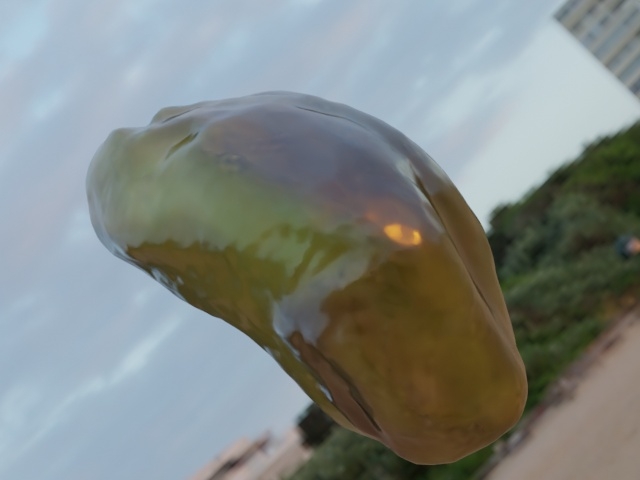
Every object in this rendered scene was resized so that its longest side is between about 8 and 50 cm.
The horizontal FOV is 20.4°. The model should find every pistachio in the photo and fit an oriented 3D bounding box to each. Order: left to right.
[{"bbox_3d":[0.003,-0.001,0.659,0.110,0.189,0.100,-37,-28,-45],"label":"pistachio"}]
